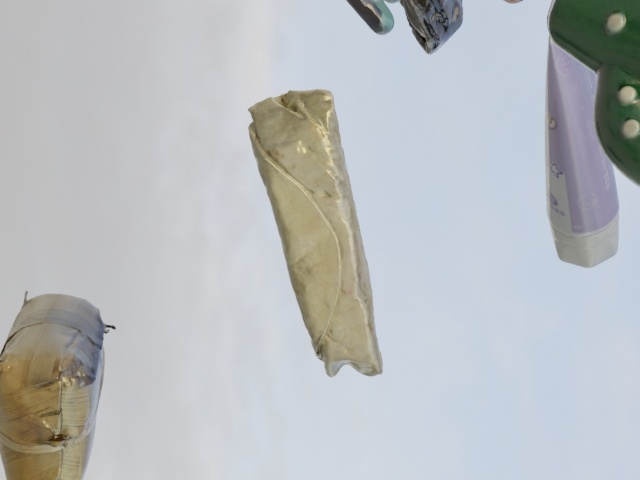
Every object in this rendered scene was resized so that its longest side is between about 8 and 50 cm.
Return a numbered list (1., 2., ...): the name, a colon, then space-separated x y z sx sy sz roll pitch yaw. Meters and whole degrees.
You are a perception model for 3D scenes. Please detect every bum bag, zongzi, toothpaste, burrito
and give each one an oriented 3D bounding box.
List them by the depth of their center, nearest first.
1. zongzi: -0.240 0.160 1.654 0.194 0.099 0.197 -85 177 -68
2. burrito: 0.000 0.000 1.671 0.059 0.082 0.275 -46 126 -65
3. bum bag: 0.086 -0.295 1.902 0.069 0.102 0.248 19 -19 38
4. toothpaste: 0.270 -0.125 1.947 0.371 0.080 0.125 78 25 -45

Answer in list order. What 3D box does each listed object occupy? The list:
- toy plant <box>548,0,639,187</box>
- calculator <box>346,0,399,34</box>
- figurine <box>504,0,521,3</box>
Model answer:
1. toy plant: 0.301 -0.148 1.423 0.243 0.232 0.112 55 0 26
2. calculator: -0.001 -0.182 1.065 0.019 0.141 0.094 -35 -161 25
3. figurine: 0.120 -0.371 1.151 0.154 0.193 0.420 48 -56 49
